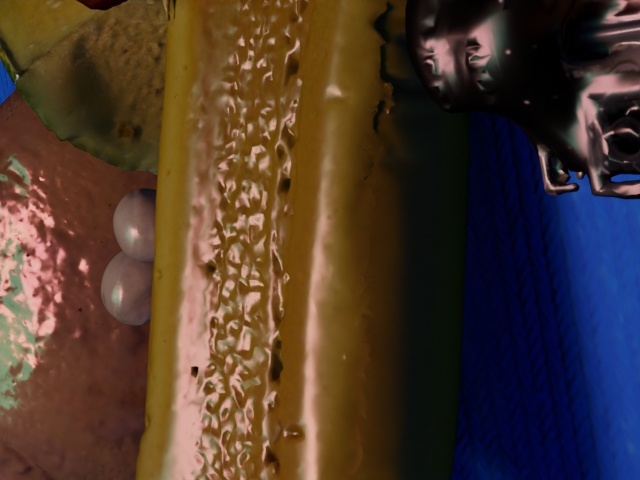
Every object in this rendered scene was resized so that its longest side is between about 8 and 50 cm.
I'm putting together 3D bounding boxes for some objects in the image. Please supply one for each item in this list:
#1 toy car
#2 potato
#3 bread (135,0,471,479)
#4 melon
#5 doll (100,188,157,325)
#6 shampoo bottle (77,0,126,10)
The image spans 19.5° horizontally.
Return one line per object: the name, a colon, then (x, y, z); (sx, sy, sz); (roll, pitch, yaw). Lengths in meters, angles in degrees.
toy car: (0.114, -0.163, 0.616); (0.193, 0.118, 0.301); (5, 105, 53)
potato: (-0.154, 0.032, 1.192); (0.189, 0.211, 0.264); (56, 145, 40)
bread: (0.000, 0.000, 0.875); (0.166, 0.112, 0.383); (1, 88, 42)
melon: (-0.103, -0.181, 1.052); (0.124, 0.196, 0.323); (-47, 44, 32)
doll: (-0.015, 0.062, 1.031); (0.275, 0.113, 0.154); (46, 140, 36)
shampoo bottle: (-0.011, -0.188, 0.791); (0.260, 0.064, 0.102); (-21, 57, 35)
